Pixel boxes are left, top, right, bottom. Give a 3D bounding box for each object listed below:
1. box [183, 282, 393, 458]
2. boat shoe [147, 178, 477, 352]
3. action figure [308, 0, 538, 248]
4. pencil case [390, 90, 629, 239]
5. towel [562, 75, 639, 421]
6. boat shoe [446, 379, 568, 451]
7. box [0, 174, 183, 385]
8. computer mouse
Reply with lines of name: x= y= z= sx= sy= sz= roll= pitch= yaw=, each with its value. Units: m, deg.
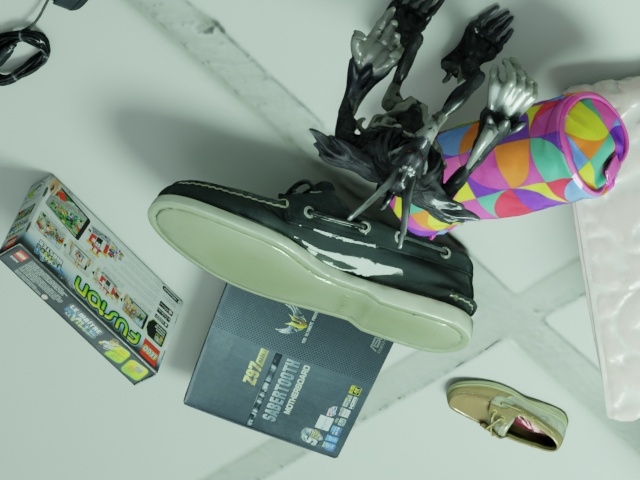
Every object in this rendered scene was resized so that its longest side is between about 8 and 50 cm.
box: x=-0.029 y=0.115 z=1.911 sx=0.183 sy=0.059 sz=0.232 roll=21 pitch=131 yaw=-3
boat shoe: x=0.002 y=-0.001 z=1.769 sx=0.340 sy=0.113 sz=0.127 roll=20 pitch=153 yaw=-6
action figure: x=0.088 y=-0.121 z=1.530 sx=0.164 sy=0.275 sz=0.141 roll=23 pitch=129 yaw=-6
pencil case: x=0.164 y=-0.066 z=1.630 sx=0.236 sy=0.104 sz=0.104 roll=-14 pitch=128 yaw=49
towel: x=0.398 y=-0.004 z=1.620 sx=0.332 sy=0.053 sz=0.316 roll=-6 pitch=99 yaw=19
boat shoe: x=0.198 y=0.188 z=1.926 sx=0.135 sy=0.045 sz=0.050 roll=16 pitch=132 yaw=1
box: x=-0.234 y=0.041 z=1.863 sx=0.036 sy=0.114 sz=0.207 roll=-27 pitch=119 yaw=32
computer mouse: x=-0.261 y=-0.219 z=1.693 sx=0.071 sy=0.041 sz=0.242 roll=30 pitch=131 yaw=-13
